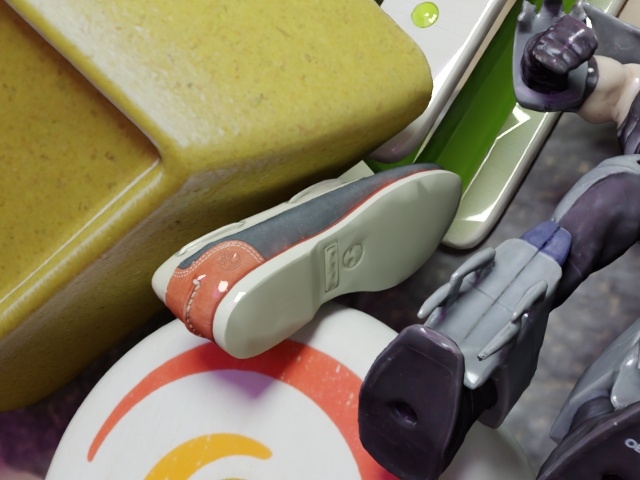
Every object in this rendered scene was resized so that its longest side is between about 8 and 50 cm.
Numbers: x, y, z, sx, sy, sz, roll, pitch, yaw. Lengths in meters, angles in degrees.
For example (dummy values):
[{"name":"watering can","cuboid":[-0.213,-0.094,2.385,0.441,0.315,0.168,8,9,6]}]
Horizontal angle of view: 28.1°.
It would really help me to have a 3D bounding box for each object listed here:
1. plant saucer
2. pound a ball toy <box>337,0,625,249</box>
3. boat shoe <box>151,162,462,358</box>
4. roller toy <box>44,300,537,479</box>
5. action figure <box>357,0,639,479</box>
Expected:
[{"name":"plant saucer","cuboid":[-0.181,-0.073,0.519,0.333,0.333,0.081,-36,16,40]},{"name":"pound a ball toy","cuboid":[0.066,-0.184,0.569,0.136,0.208,0.319,27,83,28]},{"name":"boat shoe","cuboid":[0.000,0.000,0.488,0.137,0.049,0.043,-28,42,-36]},{"name":"roller toy","cuboid":[-0.013,0.126,0.520,0.209,0.146,0.191,-24,63,13]},{"name":"action figure","cuboid":[0.133,-0.010,0.479,0.185,0.099,0.285,27,45,18]}]
